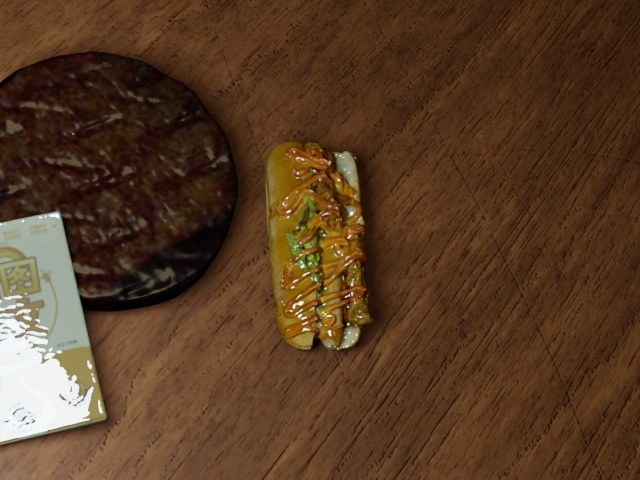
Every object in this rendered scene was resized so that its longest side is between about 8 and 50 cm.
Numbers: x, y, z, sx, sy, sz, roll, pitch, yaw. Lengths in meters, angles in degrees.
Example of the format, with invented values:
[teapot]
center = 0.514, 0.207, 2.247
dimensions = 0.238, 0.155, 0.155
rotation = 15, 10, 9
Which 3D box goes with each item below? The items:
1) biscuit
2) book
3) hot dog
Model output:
[biscuit]
center = -0.321, -0.084, 2.044
dimensions = 0.407, 0.091, 0.407
rotation = 9, 65, -20
[book]
center = -0.420, 0.122, 1.878
dimensions = 0.208, 0.020, 0.295
rotation = -13, 81, -13
[hot dog]
center = 0.000, 0.000, 2.140
dimensions = 0.158, 0.117, 0.348
rotation = 8, 63, -22
